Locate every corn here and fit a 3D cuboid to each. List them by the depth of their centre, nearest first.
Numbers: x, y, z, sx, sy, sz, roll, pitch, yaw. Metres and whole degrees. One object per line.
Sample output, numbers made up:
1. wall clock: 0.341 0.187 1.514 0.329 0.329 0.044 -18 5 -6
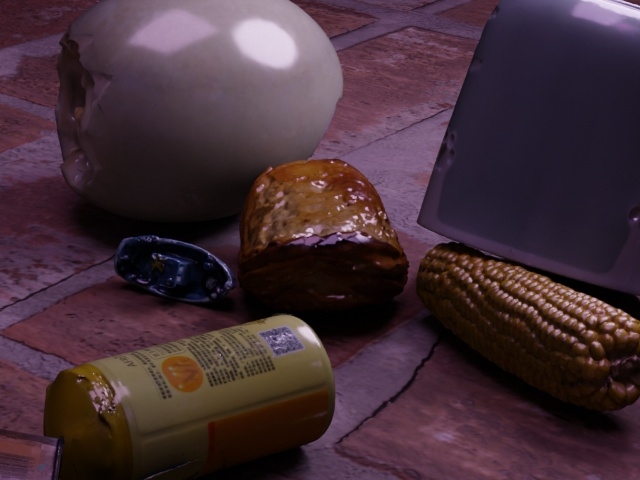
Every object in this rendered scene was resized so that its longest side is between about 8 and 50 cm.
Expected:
1. corn: 0.197 0.081 1.518 0.101 0.101 0.310 -14 24 -34

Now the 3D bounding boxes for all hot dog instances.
1. hot dog: 0.000 0.004 1.672 0.175 0.114 0.259 -3 21 -2

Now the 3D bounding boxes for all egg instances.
1. egg: -0.132 -0.161 1.829 0.336 0.278 0.278 -7 25 -27

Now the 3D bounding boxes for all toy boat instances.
1. toy boat: -0.148 0.031 1.649 0.137 0.060 0.061 16 6 16

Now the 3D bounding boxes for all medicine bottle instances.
1. medicine bottle: -0.111 0.140 1.324 0.239 0.124 0.124 -14 28 -33

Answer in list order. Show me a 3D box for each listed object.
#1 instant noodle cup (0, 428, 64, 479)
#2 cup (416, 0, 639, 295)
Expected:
1. instant noodle cup: -0.279 0.202 1.054 0.207 0.217 0.217 7 22 -6
2. cup: 0.281 -0.108 1.704 0.259 0.274 0.357 19 6 19
